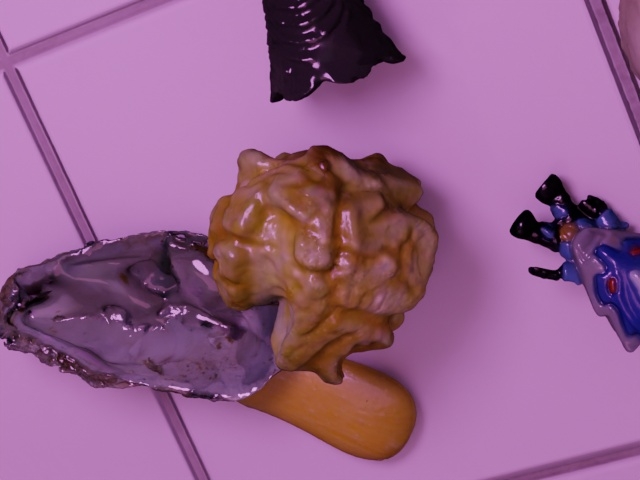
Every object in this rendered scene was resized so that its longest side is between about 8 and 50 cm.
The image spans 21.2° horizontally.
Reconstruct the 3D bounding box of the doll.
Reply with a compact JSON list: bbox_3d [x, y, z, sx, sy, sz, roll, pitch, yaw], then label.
[{"bbox_3d":[0.244,0.028,1.362,0.195,0.070,0.096,38,86,4],"label":"doll"}]

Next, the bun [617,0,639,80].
[{"bbox_3d":[0.389,-0.180,1.143,0.360,0.211,0.359,6,125,8],"label":"bun"}]

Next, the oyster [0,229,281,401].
[{"bbox_3d":[-0.157,0.075,1.490,0.252,0.087,0.199,-28,80,13],"label":"oyster"}]

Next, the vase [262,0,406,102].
[{"bbox_3d":[-0.025,-0.234,1.327,0.115,0.115,0.237,-15,101,22],"label":"vase"}]

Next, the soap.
[{"bbox_3d":[0.003,0.135,1.497,0.168,0.033,0.089,25,114,7],"label":"soap"}]

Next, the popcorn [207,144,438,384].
[{"bbox_3d":[-0.001,0.001,1.367,0.187,0.185,0.167,36,114,-6],"label":"popcorn"}]
